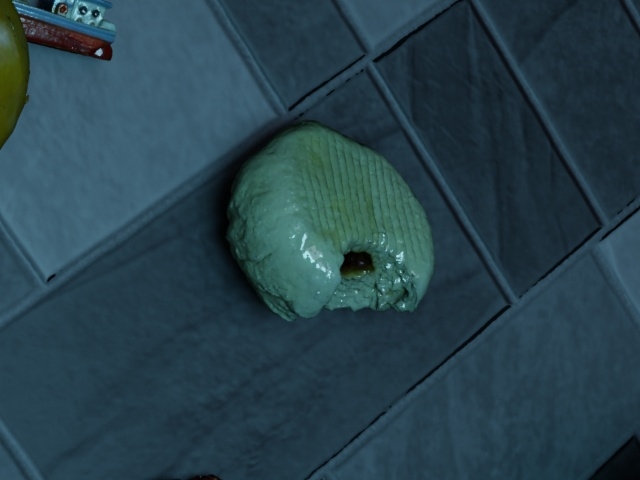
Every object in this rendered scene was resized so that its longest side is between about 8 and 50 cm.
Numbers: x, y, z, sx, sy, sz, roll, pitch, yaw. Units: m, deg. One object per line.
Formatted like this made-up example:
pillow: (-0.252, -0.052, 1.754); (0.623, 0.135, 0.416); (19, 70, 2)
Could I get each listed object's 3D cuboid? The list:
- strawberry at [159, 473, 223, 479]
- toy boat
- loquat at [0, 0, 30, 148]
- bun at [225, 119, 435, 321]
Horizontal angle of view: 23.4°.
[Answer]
strawberry: (-0.138, 0.265, 1.362); (0.152, 0.048, 0.104); (-30, 92, -40)
toy boat: (-0.255, -0.201, 1.331); (0.173, 0.069, 0.059); (12, 94, -25)
loquat: (-0.341, -0.139, 1.193); (0.235, 0.235, 0.235); (3, 84, -27)
bun: (0.000, 0.000, 1.411); (0.212, 0.126, 0.204); (33, 45, -27)
